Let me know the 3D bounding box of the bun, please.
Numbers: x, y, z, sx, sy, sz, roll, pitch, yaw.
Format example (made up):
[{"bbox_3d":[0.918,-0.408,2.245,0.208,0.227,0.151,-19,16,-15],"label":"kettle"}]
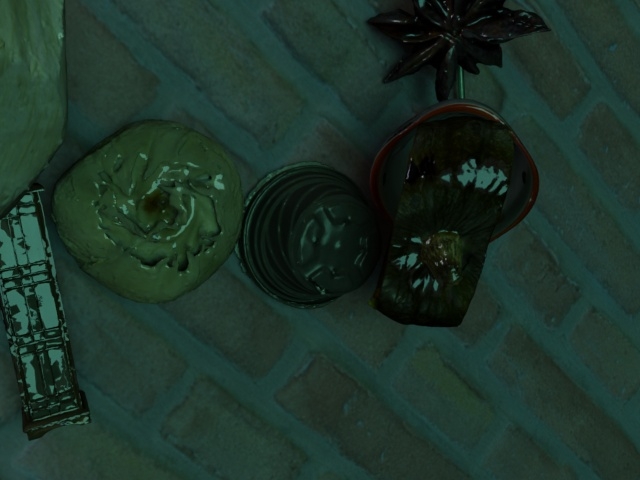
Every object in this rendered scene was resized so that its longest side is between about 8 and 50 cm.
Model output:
[{"bbox_3d":[-0.217,-0.037,0.934,0.259,0.152,0.259,-2,96,-24],"label":"bun"}]

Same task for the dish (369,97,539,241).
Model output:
[{"bbox_3d":[0.209,-0.109,1.104,0.256,0.117,0.256,3,117,6],"label":"dish"}]

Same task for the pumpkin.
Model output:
[{"bbox_3d":[0.165,-0.016,0.966,0.139,0.222,0.317,15,119,2],"label":"pumpkin"}]

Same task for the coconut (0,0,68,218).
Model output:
[{"bbox_3d":[-0.448,-0.202,0.677,0.344,0.415,0.415,-2,101,18],"label":"coconut"}]

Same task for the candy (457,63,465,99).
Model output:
[{"bbox_3d":[0.230,-0.340,1.141,0.084,0.078,0.288,-18,111,-27],"label":"candy"}]

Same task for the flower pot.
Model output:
[{"bbox_3d":[0.000,0.000,1.043,0.235,0.140,0.235,-4,100,-22],"label":"flower pot"}]

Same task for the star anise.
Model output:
[{"bbox_3d":[0.206,-0.326,1.052,0.212,0.129,0.283,41,123,-9],"label":"star anise"}]

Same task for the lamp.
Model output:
[{"bbox_3d":[-0.379,0.089,0.912,0.089,0.090,0.325,-13,103,-23],"label":"lamp"}]
